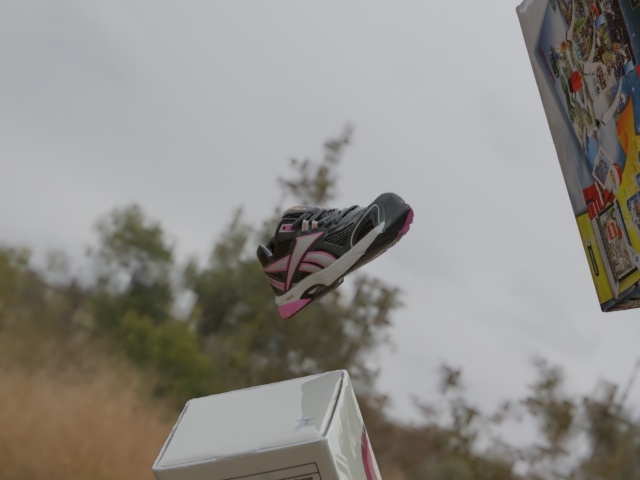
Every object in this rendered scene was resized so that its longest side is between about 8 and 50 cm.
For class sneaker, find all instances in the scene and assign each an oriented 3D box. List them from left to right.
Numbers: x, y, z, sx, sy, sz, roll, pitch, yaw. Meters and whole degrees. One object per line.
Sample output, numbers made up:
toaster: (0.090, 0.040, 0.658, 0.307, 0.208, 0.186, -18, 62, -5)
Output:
sneaker: (0.000, 0.000, 1.539, 0.178, 0.072, 0.077, -38, -95, 43)

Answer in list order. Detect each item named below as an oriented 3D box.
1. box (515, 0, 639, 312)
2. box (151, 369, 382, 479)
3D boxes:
box: (0.208, -0.087, 1.223, 0.044, 0.233, 0.159, -7, -17, -22)
box: (-0.023, 0.244, 1.518, 0.148, 0.232, 0.127, -12, 19, 15)
